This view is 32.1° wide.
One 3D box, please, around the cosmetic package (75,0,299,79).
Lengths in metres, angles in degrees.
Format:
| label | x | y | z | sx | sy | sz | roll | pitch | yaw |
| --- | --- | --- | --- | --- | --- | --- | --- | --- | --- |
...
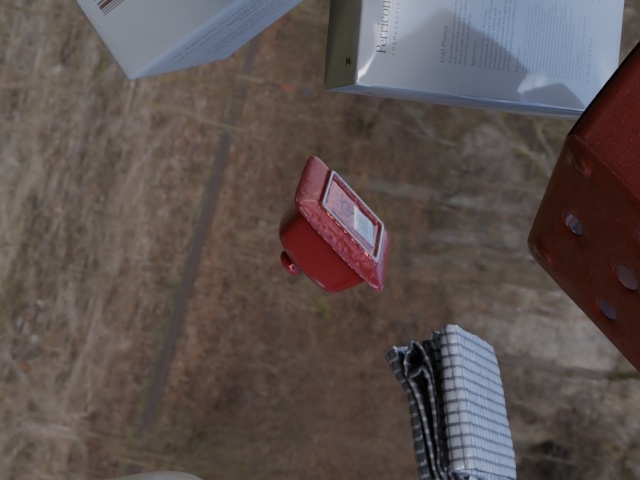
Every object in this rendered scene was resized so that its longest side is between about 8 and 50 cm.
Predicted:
| label | x | y | z | sx | sy | sz | roll | pitch | yaw |
| --- | --- | --- | --- | --- | --- | --- | --- | --- | --- |
| cosmetic package | -0.171 | -0.468 | 1.602 | 0.327 | 0.329 | 0.394 | -33 | -176 | 19 |

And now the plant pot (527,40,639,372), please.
| label | x | y | z | sx | sy | sz | roll | pitch | yaw |
| --- | --- | --- | --- | --- | --- | --- | --- | --- | --- |
| plant pot | 0.314 | -0.033 | 0.846 | 0.235 | 0.267 | 0.267 | -32 | 157 | -17 |

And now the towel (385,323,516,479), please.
| label | x | y | z | sx | sy | sz | roll | pitch | yaw |
| --- | --- | --- | --- | --- | --- | --- | --- | --- | --- |
| towel | 0.209 | 0.273 | 1.740 | 0.283 | 0.121 | 0.235 | 29 | 52 | -63 |

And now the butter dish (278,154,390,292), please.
| label | x | y | z | sx | sy | sz | roll | pitch | yaw |
| --- | --- | --- | --- | --- | --- | --- | --- | --- | --- |
| butter dish | 0.000 | 0.000 | 1.381 | 0.118 | 0.160 | 0.160 | -38 | -163 | 23 |

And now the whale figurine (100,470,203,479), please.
| label | x | y | z | sx | sy | sz | roll | pitch | yaw |
| --- | --- | --- | --- | --- | --- | --- | --- | --- | --- |
| whale figurine | -0.150 | 0.238 | 0.680 | 0.272 | 0.216 | 0.141 | -46 | -125 | 51 |

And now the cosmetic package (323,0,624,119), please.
| label | x | y | z | sx | sy | sz | roll | pitch | yaw |
| --- | --- | --- | --- | --- | --- | --- | --- | --- | --- |
| cosmetic package | 0.162 | -0.320 | 1.094 | 0.097 | 0.284 | 0.378 | -171 | -94 | -67 |
